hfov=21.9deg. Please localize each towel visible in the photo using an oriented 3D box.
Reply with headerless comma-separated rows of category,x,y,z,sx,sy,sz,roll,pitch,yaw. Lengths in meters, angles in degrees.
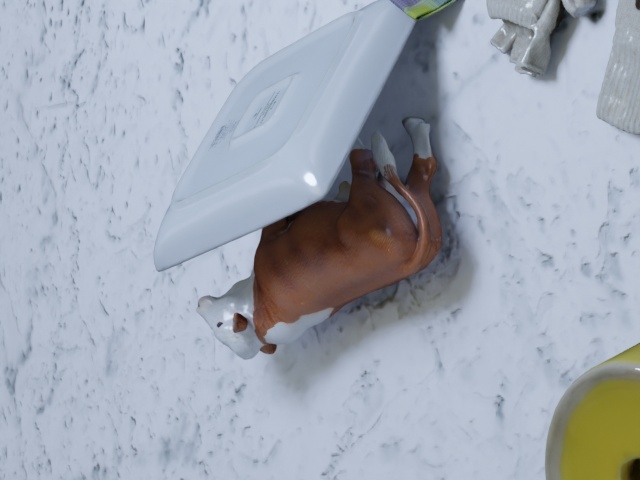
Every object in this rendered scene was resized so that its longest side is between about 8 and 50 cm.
towel,0.090,-0.241,1.559,0.083,0.060,0.009,51,165,39

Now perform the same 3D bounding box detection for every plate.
plate,-0.042,-0.114,1.593,0.278,0.045,0.277,-23,33,48

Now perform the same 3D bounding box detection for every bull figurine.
bull figurine,0.000,0.000,1.601,0.310,0.101,0.189,-22,63,42

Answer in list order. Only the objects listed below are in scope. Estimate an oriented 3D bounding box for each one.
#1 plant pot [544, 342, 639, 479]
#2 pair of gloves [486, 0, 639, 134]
plant pot,0.288,0.141,1.098,0.254,0.239,0.254,12,106,52
pair of gloves,0.232,-0.216,1.390,0.240,0.042,0.204,41,117,46
